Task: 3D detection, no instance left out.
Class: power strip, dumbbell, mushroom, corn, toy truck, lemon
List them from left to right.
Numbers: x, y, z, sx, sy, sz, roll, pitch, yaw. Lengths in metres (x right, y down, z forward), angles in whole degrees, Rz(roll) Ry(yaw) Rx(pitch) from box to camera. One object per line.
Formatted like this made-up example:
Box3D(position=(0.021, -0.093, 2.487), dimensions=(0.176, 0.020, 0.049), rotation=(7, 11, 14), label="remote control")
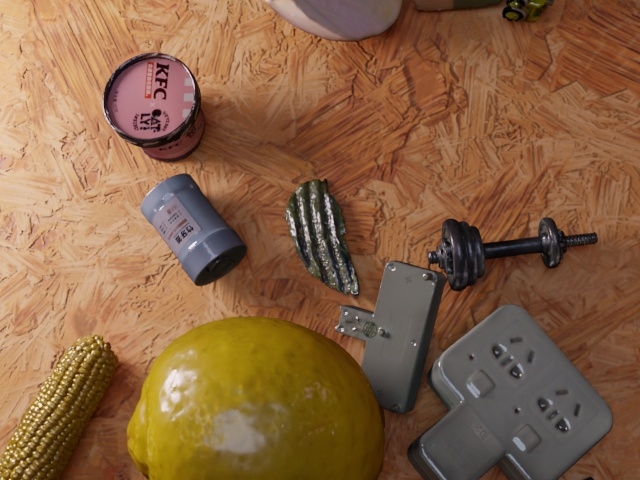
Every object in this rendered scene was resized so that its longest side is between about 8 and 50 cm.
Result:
Box3D(position=(-0.406, 0.277, 1.339), dimensions=(0.106, 0.106, 0.293), rotation=(24, 77, 12), label="corn")
Box3D(position=(-0.084, 0.261, 1.184), dimensions=(0.348, 0.348, 0.347), rotation=(-2, 77, 7), label="lemon")
Box3D(position=(0.028, -0.407, 1.436), dimensions=(0.173, 0.162, 0.236), rotation=(44, 70, -20), label="mushroom")
Box3D(position=(0.091, 0.135, 1.303), dimensions=(0.145, 0.061, 0.215), rotation=(15, 92, 31), label="power strip")
Box3D(position=(0.245, 0.257, 1.258), dimensions=(0.261, 0.141, 0.229), rotation=(-36, 76, -16), label="power strip")
Box3D(position=(0.286, 0.011, 1.309), dimensions=(0.255, 0.110, 0.110), rotation=(-7, 76, 0), label="dumbbell")
Box3D(position=(0.337, -0.393, 1.389), dimensions=(0.077, 0.111, 0.076), rotation=(15, 80, 4), label="toy truck")

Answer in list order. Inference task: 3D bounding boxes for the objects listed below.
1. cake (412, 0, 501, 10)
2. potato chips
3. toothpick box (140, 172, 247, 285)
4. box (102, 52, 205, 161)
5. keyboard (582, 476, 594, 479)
Box3D(position=(0.225, -0.509, 1.460), dimensions=(0.158, 0.172, 0.283), rotation=(-2, 43, 4), label="cake")
Box3D(position=(0.000, 0.000, 1.385), dimensions=(0.092, 0.028, 0.207), rotation=(-17, 74, 4), label="potato chips")
Box3D(position=(-0.200, -0.016, 1.376), dimensions=(0.101, 0.101, 0.153), rotation=(-39, 74, -3), label="toothpick box")
Box3D(position=(-0.258, -0.205, 1.411), dimensions=(0.151, 0.135, 0.151), rotation=(-1, 75, 4), label="box")
Box3D(position=(0.315, 0.407, 1.255), dimensions=(0.196, 0.018, 0.060), rotation=(-26, 82, 1), label="keyboard")
